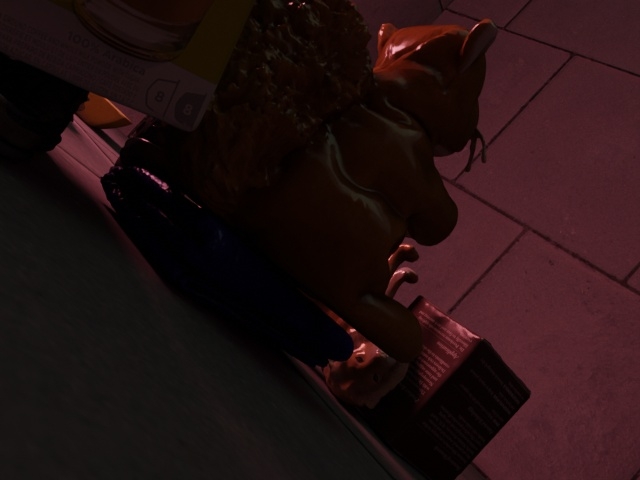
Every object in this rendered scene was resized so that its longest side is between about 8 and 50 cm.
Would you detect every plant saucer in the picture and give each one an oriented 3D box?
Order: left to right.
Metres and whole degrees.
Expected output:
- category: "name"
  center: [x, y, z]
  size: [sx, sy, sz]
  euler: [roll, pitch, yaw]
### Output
- category: "plant saucer"
  center: [-0.654, -0.406, 1.527]
  size: [0.333, 0.081, 0.333]
  euler: [44, -5, -15]

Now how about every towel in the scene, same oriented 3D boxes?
- category: "towel"
  center: [-0.108, 0.044, 0.697]
  size: [0.227, 0.076, 0.308]
  euler: [31, -11, 40]

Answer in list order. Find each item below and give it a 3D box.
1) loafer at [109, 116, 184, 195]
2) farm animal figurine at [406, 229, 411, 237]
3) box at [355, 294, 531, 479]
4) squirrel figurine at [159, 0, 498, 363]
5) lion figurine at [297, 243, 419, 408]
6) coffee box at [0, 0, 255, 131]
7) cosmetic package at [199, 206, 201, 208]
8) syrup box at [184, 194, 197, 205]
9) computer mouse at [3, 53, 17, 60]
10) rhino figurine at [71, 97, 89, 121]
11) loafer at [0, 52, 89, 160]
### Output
- category: "loafer"
  center: [-0.214, -0.109, 0.789]
  size: [0.109, 0.095, 0.302]
  euler: [30, -13, -17]
- category: "farm animal figurine"
  center: [0.000, 0.000, 1.084]
  size: [0.327, 0.330, 0.172]
  euler: [44, 0, 4]
- category: "box"
  center: [0.175, 0.232, 0.914]
  size: [0.167, 0.203, 0.168]
  euler: [46, -4, -31]
- category: "squirrel figurine"
  center: [0.034, -0.138, 0.668]
  size: [0.397, 0.370, 0.281]
  euler: [43, -9, -33]
- category: "lion figurine"
  center: [0.000, 0.057, 0.906]
  size: [0.392, 0.240, 0.142]
  euler: [38, -21, 22]
- category: "coffee box"
  center: [-0.232, -0.339, 0.481]
  size: [0.337, 0.334, 0.338]
  euler: [21, 11, -36]
- category: "cosmetic package"
  center: [-0.237, -0.071, 1.455]
  size: [0.151, 0.151, 0.184]
  euler: [42, -4, 31]
- category: "syrup box"
  center: [-0.302, -0.119, 1.159]
  size: [0.096, 0.093, 0.237]
  euler: [43, -4, 5]
- category: "computer mouse"
  center: [-0.677, -0.446, 1.179]
  size: [0.262, 0.060, 0.184]
  euler: [41, -5, 22]
- category: "rhino figurine"
  center: [-0.484, -0.281, 1.079]
  size: [0.106, 0.073, 0.243]
  euler: [42, -1, -38]
- category: "loafer"
  center: [-0.259, -0.131, 0.513]
  size: [0.096, 0.084, 0.267]
  euler: [46, -5, -18]
